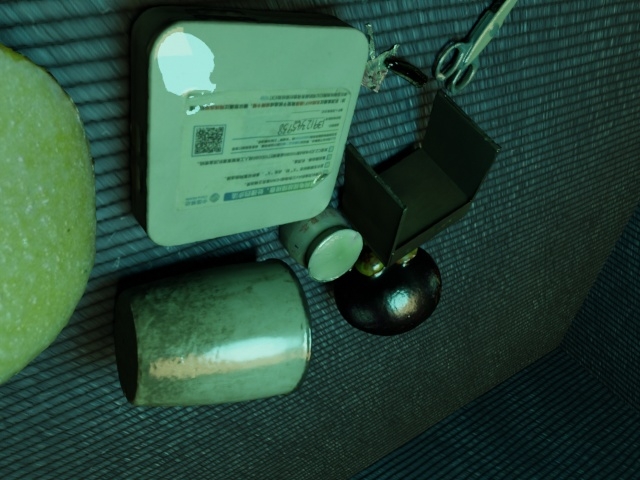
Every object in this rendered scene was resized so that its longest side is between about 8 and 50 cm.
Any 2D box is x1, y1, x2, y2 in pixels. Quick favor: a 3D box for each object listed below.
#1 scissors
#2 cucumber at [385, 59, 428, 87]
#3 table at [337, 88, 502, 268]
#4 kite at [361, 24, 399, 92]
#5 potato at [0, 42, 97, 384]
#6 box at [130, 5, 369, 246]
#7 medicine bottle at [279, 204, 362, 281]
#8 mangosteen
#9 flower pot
[{"bbox_3d":[0.361,-0.460,1.161,0.138,0.041,0.289,17,116,-50],"label":"scissors"},{"bbox_3d":[0.184,-0.353,1.109,0.134,0.033,0.034,14,76,-49],"label":"cucumber"},{"bbox_3d":[0.194,-0.125,1.138,0.250,0.196,0.282,-32,159,-13],"label":"table"},{"bbox_3d":[0.104,-0.358,1.056,0.139,0.011,0.157,-34,141,-16],"label":"kite"},{"bbox_3d":[-0.501,-0.057,0.595,0.385,0.319,0.443,-60,158,-57],"label":"potato"},{"bbox_3d":[-0.125,-0.190,0.929,0.395,0.111,0.397,-12,133,-33],"label":"box"},{"bbox_3d":[0.000,0.000,1.186,0.147,0.143,0.147,-23,137,-24],"label":"medicine bottle"},{"bbox_3d":[0.159,0.091,1.334,0.274,0.275,0.303,-30,120,-16],"label":"mangosteen"},{"bbox_3d":[-0.221,0.190,1.060,0.330,0.294,0.294,-2,127,-34],"label":"flower pot"}]
